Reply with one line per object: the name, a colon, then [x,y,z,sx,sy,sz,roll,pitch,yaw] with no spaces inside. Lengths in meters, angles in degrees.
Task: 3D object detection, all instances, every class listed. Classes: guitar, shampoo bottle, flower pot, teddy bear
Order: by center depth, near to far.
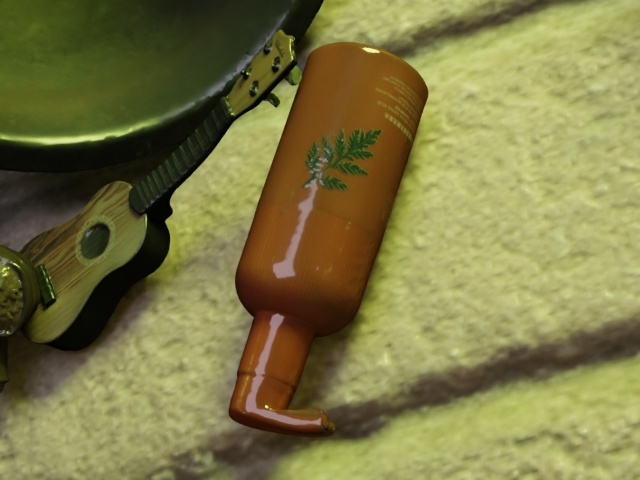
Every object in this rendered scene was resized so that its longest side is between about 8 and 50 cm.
shampoo bottle: [-0.002,0.000,0.942,0.085,0.085,0.244,5,67,28]
guitar: [-0.102,-0.034,0.998,0.271,0.038,0.084,-43,54,18]
teddy bear: [-0.256,0.056,1.015,0.160,0.078,0.119,-22,84,3]
flower pot: [-0.196,-0.252,1.050,0.379,0.379,0.251,-42,35,1]
